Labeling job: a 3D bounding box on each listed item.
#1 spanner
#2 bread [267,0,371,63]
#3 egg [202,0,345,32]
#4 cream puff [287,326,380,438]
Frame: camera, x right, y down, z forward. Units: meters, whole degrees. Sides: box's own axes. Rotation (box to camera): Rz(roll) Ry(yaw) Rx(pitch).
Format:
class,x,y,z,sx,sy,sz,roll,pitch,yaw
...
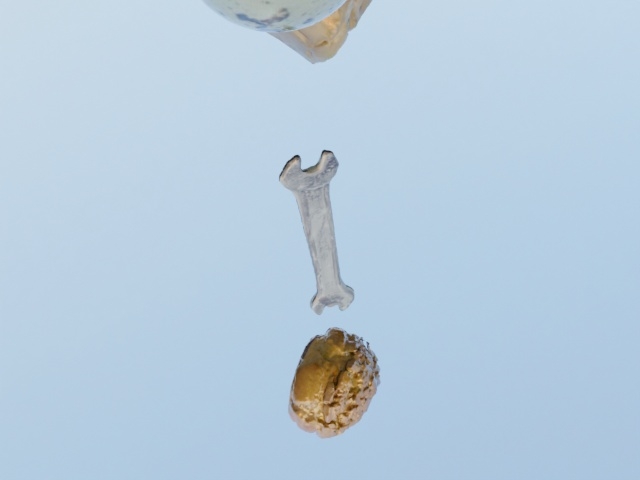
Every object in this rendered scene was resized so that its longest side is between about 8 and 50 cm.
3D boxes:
class,x,y,z,sx,sy,sz,roll,pitch,yaw
spanner,0.000,0.000,1.149,0.071,0.302,0.017,-21,-128,-10
bread,-0.052,-0.425,1.163,0.301,0.341,0.210,-58,-167,-7
egg,-0.020,-0.129,0.392,0.085,0.085,0.110,-21,177,7
cream puff,0.028,0.236,1.587,0.129,0.189,0.189,19,-126,14
